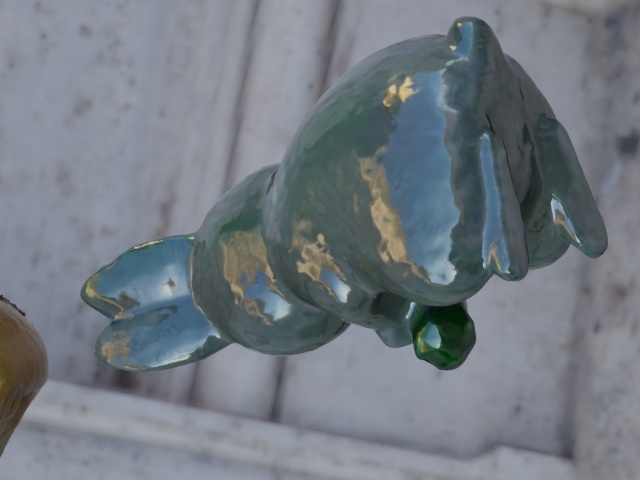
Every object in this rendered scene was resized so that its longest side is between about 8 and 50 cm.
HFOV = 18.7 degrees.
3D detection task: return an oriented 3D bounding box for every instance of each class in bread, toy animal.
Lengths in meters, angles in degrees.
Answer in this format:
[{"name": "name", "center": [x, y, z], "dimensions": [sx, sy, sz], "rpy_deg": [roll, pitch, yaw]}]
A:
[{"name": "bread", "center": [-0.357, 0.140, 1.840], "dimensions": [0.162, 0.262, 0.204], "rpy_deg": [33, 99, 32]}, {"name": "toy animal", "center": [0.001, -0.002, 0.893], "dimensions": [0.251, 0.125, 0.127], "rpy_deg": [-18, 56, 37]}]
